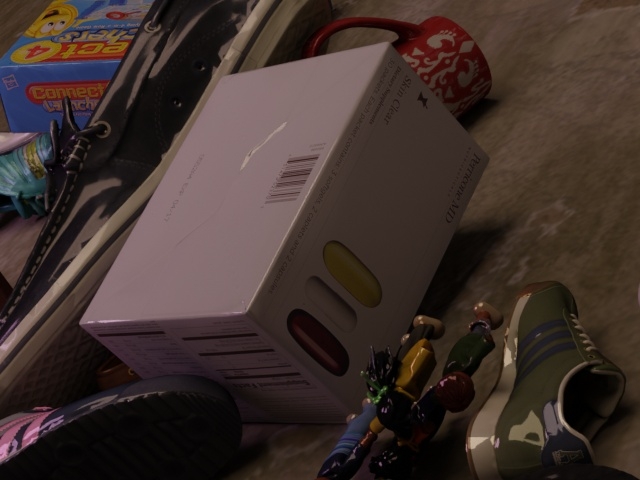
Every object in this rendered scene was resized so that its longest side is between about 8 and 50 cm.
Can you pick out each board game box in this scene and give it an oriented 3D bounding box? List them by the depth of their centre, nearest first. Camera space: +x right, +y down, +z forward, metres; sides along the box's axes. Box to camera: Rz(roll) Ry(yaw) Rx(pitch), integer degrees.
[{"bbox_3d":[-0.176,-0.235,2.106,0.308,0.086,0.302,-1,31,18],"label":"board game box"}]

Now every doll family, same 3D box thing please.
[{"bbox_3d":[0.051,0.120,1.226,0.193,0.076,0.111,-65,-2,35],"label":"doll family"}]

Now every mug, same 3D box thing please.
[{"bbox_3d":[0.066,-0.137,1.674,0.169,0.150,0.113,-37,52,-21],"label":"mug"}]

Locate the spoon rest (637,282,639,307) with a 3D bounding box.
[{"bbox_3d":[0.254,-0.008,1.200,0.084,0.137,0.276,12,35,0],"label":"spoon rest"}]

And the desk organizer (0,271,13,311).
[{"bbox_3d":[-0.385,0.082,1.925,0.130,0.050,0.047,-31,23,6],"label":"desk organizer"}]

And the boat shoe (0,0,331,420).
[{"bbox_3d":[-0.175,-0.048,1.633,0.156,0.187,0.500,27,75,18],"label":"boat shoe"}]

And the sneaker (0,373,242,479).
[{"bbox_3d":[-0.200,0.161,1.447,0.319,0.112,0.131,-23,27,19],"label":"sneaker"}]

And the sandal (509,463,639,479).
[{"bbox_3d":[0.015,0.273,0.985,0.446,0.107,0.167,-27,19,-19],"label":"sandal"}]

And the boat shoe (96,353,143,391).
[{"bbox_3d":[-0.133,0.082,1.584,0.064,0.060,0.178,-10,31,43],"label":"boat shoe"}]

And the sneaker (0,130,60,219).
[{"bbox_3d":[-0.323,-0.078,2.142,0.275,0.107,0.110,-17,57,24],"label":"sneaker"}]

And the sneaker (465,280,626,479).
[{"bbox_3d":[0.162,0.092,1.190,0.086,0.064,0.192,-9,31,28],"label":"sneaker"}]

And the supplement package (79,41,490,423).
[{"bbox_3d":[-0.025,-0.001,1.434,0.204,0.145,0.262,-5,49,46],"label":"supplement package"}]
